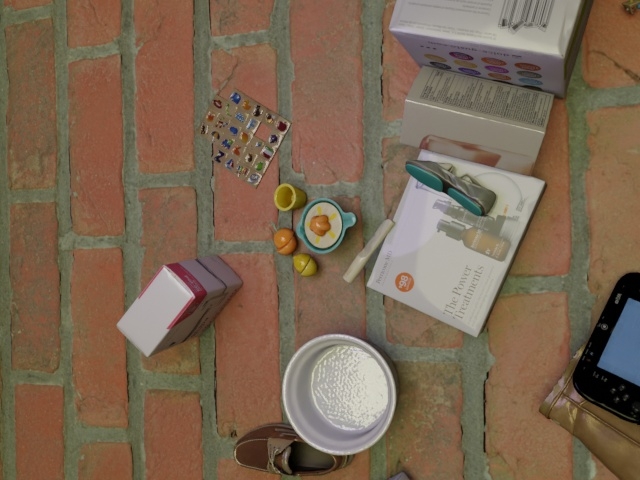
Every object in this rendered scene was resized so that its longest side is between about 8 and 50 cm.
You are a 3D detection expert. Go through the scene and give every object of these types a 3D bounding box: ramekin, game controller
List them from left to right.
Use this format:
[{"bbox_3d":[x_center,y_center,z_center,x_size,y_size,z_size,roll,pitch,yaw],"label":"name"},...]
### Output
[{"bbox_3d":[0.059,0.360,1.560,0.277,0.135,0.278,-2,85,19],"label":"ramekin"},{"bbox_3d":[0.642,0.211,1.320,0.166,0.067,0.319,29,67,16],"label":"game controller"}]

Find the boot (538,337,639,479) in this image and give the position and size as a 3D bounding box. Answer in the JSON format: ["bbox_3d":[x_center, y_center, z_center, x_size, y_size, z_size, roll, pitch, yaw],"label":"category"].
[{"bbox_3d":[0.626,0.355,1.340,0.269,0.089,0.236,37,101,37],"label":"boot"}]

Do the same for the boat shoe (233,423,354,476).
[{"bbox_3d":[-0.082,0.533,1.635,0.324,0.116,0.123,-10,87,20],"label":"boat shoe"}]

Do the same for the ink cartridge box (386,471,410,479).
[{"bbox_3d":[0.143,0.788,1.596,0.385,0.091,0.308,-41,78,33],"label":"ink cartridge box"}]

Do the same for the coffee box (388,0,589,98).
[{"bbox_3d":[0.381,-0.517,1.332,0.337,0.334,0.339,17,95,20],"label":"coffee box"}]

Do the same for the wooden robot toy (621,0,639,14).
[{"bbox_3d":[0.728,-0.482,1.361,0.173,0.076,0.079,-6,124,20],"label":"wooden robot toy"}]

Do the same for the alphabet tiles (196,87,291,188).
[{"bbox_3d":[-0.217,-0.282,1.729,0.237,0.009,0.198,34,102,17],"label":"alphabet tiles"}]

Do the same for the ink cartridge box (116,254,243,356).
[{"bbox_3d":[-0.343,0.156,1.639,0.117,0.283,0.207,42,104,11],"label":"ink cartridge box"}]

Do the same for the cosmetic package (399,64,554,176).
[{"bbox_3d":[0.338,-0.263,1.416,0.296,0.153,0.129,18,140,14],"label":"cosmetic package"}]

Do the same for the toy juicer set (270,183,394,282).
[{"bbox_3d":[0.000,0.000,1.575,0.328,0.089,0.209,22,101,33],"label":"toy juicer set"}]

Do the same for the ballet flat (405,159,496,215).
[{"bbox_3d":[0.288,-0.130,1.426,0.213,0.072,0.068,35,74,17],"label":"ballet flat"}]

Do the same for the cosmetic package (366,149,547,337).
[{"bbox_3d":[0.309,-0.010,1.496,0.284,0.097,0.378,24,99,21],"label":"cosmetic package"}]
